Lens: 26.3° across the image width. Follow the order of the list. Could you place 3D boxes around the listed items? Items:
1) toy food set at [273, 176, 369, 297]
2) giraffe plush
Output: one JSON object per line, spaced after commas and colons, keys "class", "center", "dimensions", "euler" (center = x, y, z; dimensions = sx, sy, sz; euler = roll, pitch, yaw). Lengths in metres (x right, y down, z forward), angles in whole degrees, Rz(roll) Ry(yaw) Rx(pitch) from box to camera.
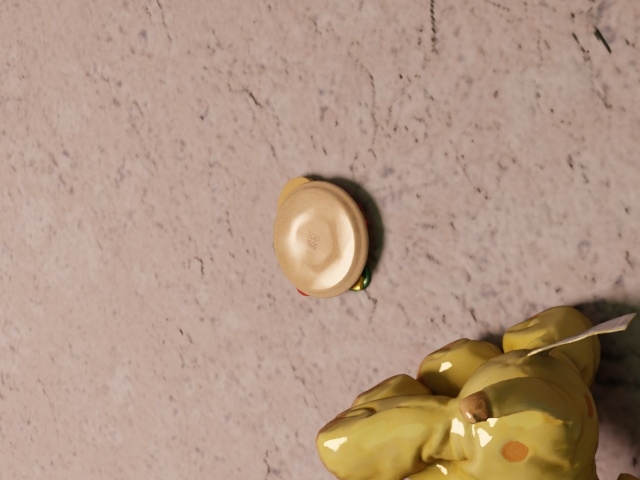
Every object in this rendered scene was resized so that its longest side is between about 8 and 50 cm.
{"class": "toy food set", "center": [0.000, 0.000, 0.932], "dimensions": [0.083, 0.020, 0.082], "euler": [11, 102, 36]}
{"class": "giraffe plush", "center": [0.124, 0.143, 0.770], "dimensions": [0.210, 0.181, 0.170], "euler": [-21, 94, 54]}
